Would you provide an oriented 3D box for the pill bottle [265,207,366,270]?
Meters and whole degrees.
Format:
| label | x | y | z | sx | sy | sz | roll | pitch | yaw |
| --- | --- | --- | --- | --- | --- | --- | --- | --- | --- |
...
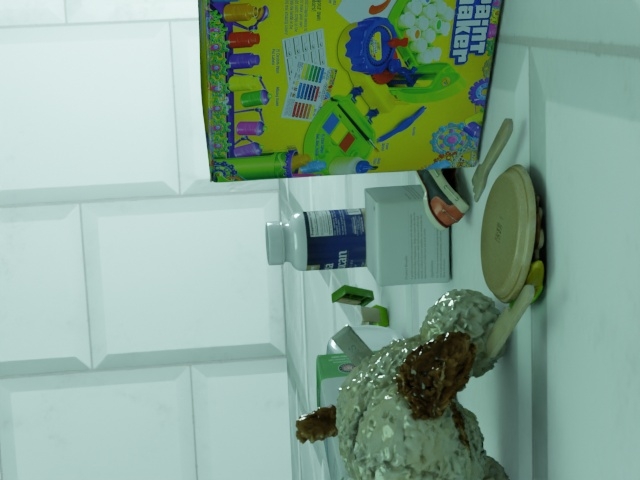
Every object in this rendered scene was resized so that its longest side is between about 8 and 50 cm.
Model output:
| label | x | y | z | sx | sy | sz | roll | pitch | yaw |
| --- | --- | --- | --- | --- | --- | --- | --- | --- | --- |
| pill bottle | 0.000 | 0.000 | 2.015 | 0.094 | 0.169 | 0.094 | 176 | 90 | -84 |

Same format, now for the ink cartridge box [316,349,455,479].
| label | x | y | z | sx | sy | sz | roll | pitch | yaw |
| --- | --- | --- | --- | --- | --- | --- | --- | --- | --- |
| ink cartridge box | 0.083 | 0.227 | 1.492 | 0.212 | 0.154 | 0.093 | -104 | 13 | -56 |

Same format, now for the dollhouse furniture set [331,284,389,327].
| label | x | y | z | sx | sy | sz | roll | pitch | yaw |
| --- | --- | --- | --- | --- | --- | --- | --- | --- | --- |
| dollhouse furniture set | 0.061 | 0.144 | 1.932 | 0.076 | 0.058 | 0.152 | -37 | 52 | 47 |

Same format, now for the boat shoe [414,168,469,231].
| label | x | y | z | sx | sy | sz | roll | pitch | yaw |
| --- | --- | --- | --- | --- | --- | --- | --- | --- | --- |
| boat shoe | 0.133 | -0.067 | 1.403 | 0.043 | 0.049 | 0.137 | -41 | 32 | 24 |

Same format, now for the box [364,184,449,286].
| label | x | y | z | sx | sy | sz | roll | pitch | yaw |
| --- | --- | --- | --- | --- | --- | --- | --- | --- | --- |
| box | 0.101 | -0.008 | 1.503 | 0.102 | 0.087 | 0.101 | -121 | 28 | -75 |

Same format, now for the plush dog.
| label | x | y | z | sx | sy | sz | roll | pitch | yaw |
| --- | --- | --- | --- | --- | --- | --- | --- | --- | --- |
| plush dog | 0.083 | 0.185 | 1.193 | 0.225 | 0.210 | 0.263 | -116 | 24 | -84 |

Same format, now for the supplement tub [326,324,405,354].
| label | x | y | z | sx | sy | sz | roll | pitch | yaw |
| --- | --- | --- | --- | --- | --- | --- | --- | --- | --- |
| supplement tub | 0.066 | 0.225 | 1.801 | 0.117 | 0.117 | 0.190 | -109 | 16 | -66 |

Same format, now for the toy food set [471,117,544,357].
| label | x | y | z | sx | sy | sz | roll | pitch | yaw |
| --- | --- | --- | --- | --- | --- | --- | --- | --- | --- |
| toy food set | 0.175 | -0.004 | 1.134 | 0.132 | 0.038 | 0.192 | 111 | 161 | -58 |

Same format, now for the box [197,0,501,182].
| label | x | y | z | sx | sy | sz | roll | pitch | yaw |
| --- | --- | --- | --- | --- | --- | --- | --- | --- | --- |
| box | 0.020 | -0.226 | 1.258 | 0.177 | 0.279 | 0.290 | -101 | 10 | -45 |
